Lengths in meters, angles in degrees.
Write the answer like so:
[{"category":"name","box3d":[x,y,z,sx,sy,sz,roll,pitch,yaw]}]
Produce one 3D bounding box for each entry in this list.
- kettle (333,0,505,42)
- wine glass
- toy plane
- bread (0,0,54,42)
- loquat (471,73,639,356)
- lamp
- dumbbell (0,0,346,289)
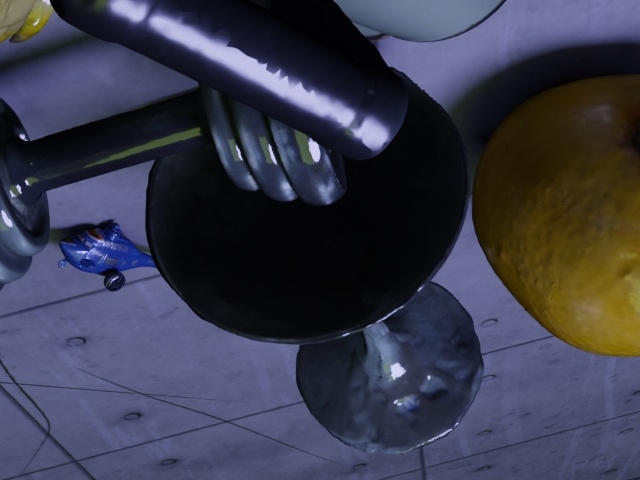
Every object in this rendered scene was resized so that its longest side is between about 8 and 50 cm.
[{"category":"kettle","box3d":[0.037,-0.237,0.749,0.240,0.165,0.255,-41,146,23]},{"category":"wine glass","box3d":[0.030,0.041,1.158,0.267,0.267,0.406,-18,152,6]},{"category":"toy plane","box3d":[-0.189,0.015,1.245,0.167,0.054,0.062,15,115,-44]},{"category":"bread","box3d":[-0.221,-0.182,0.760,0.133,0.251,0.174,40,136,-5]},{"category":"loquat","box3d":[0.271,-0.023,1.174,0.275,0.275,0.275,-12,153,-6]},{"category":"lamp","box3d":[-0.051,-0.253,0.528,0.205,0.374,0.272,20,110,-46]},{"category":"dumbbell","box3d":[-0.151,-0.073,0.932,0.406,0.179,0.179,-15,153,6]}]
